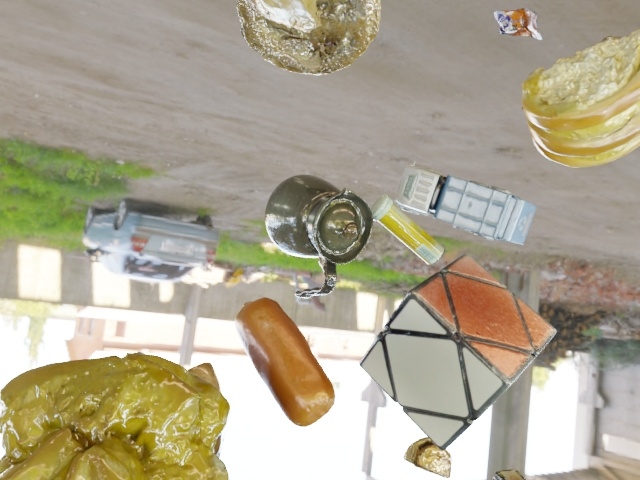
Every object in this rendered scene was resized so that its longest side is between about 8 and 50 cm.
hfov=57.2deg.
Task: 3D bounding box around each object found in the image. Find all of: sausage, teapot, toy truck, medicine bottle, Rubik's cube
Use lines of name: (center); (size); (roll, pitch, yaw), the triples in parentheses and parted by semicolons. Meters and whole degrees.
sausage: (-0.063, 0.189, 0.965); (0.098, 0.098, 0.238); (14, -147, -53)
teapot: (-0.013, -0.017, 1.507); (0.223, 0.305, 0.285); (41, 167, -32)
toy truck: (0.380, -0.100, 1.569); (0.367, 0.146, 0.175); (18, -174, 13)
medicine bottle: (0.227, -0.026, 1.548); (0.218, 0.074, 0.074); (40, 165, -13)
Rubik's cube: (0.227, 0.182, 0.992); (0.207, 0.205, 0.205); (42, -141, 19)

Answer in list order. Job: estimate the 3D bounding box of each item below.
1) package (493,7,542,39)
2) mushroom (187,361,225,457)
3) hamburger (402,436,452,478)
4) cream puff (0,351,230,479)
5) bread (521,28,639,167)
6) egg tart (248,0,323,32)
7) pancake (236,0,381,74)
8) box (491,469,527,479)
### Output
package: (0.425, -0.466, 1.262); (0.110, 0.033, 0.077); (23, 145, 44)
mushroom: (-0.224, 0.313, 0.949); (0.156, 0.151, 0.286); (-22, 161, -50)
hamburger: (0.297, 0.576, 1.600); (0.176, 0.102, 0.087); (32, 159, -33)
cream puff: (-0.274, 0.277, 0.689); (0.323, 0.270, 0.274); (-16, -171, 2)
bread: (0.650, -0.304, 1.383); (0.315, 0.211, 0.270); (-20, 126, 13)
egg tart: (-0.104, -0.437, 0.631); (0.178, 0.443, 0.443); (-35, 165, 8)
pancake: (-0.031, -0.605, 1.495); (0.386, 0.387, 0.082); (5, -146, 13)
box: (0.499, 0.725, 1.380); (0.084, 0.198, 0.310); (11, -162, -31)
